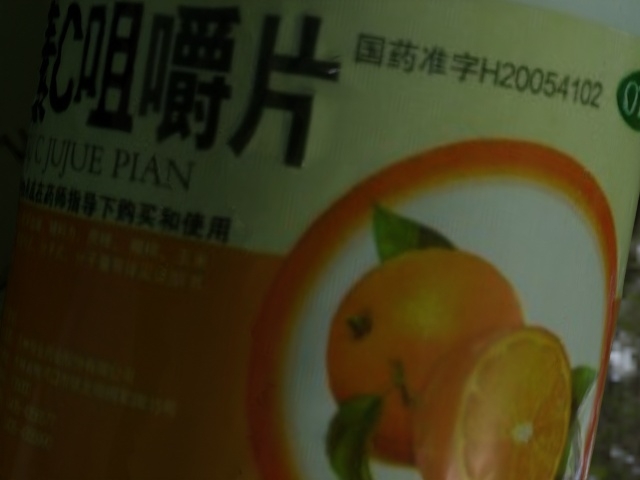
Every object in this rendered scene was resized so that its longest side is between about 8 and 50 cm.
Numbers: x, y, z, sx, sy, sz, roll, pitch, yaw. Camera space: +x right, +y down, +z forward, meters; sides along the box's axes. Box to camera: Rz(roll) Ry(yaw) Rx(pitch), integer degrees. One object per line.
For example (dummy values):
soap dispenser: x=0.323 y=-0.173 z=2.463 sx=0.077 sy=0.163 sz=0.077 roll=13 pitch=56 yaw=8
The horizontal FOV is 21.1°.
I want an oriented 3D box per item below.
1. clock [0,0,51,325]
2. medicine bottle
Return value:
clock: x=-0.154 y=-0.067 z=0.478 sx=0.235 sy=0.308 sz=0.096 roll=-45 pitch=-149 yaw=-23
medicine bottle: x=0.000 y=0.000 z=0.448 sx=0.158 sy=0.318 sz=0.158 roll=9 pitch=-177 yaw=0
